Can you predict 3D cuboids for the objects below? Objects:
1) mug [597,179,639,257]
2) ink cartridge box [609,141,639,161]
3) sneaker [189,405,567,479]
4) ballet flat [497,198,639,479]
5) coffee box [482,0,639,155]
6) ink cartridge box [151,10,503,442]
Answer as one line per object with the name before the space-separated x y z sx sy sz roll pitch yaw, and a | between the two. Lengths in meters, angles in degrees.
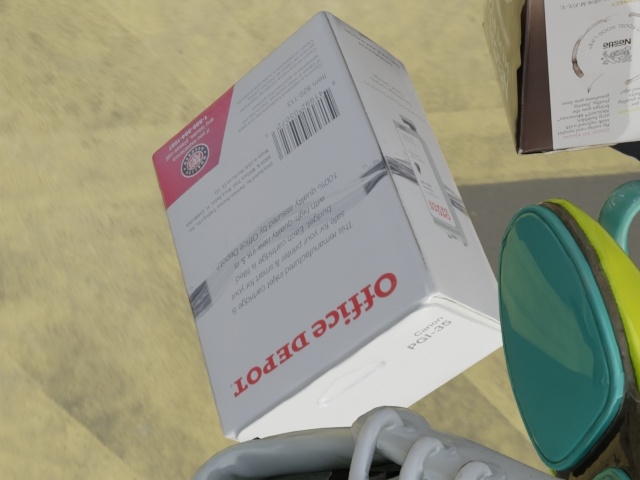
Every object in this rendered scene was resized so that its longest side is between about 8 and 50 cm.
mug | 0.224 0.013 0.713 0.158 0.129 0.097 12 106 15
ink cartridge box | 0.424 -0.095 1.244 0.069 0.371 0.175 -38 141 -31
sneaker | 0.034 0.087 0.320 0.091 0.258 0.094 45 62 -15
ballet flat | 0.127 0.085 0.530 0.077 0.231 0.077 8 139 -22
coffee box | 0.184 -0.226 0.962 0.119 0.168 0.297 -7 135 -1
ink cartridge box | 0.000 0.000 1.065 0.207 0.283 0.117 -37 142 25
